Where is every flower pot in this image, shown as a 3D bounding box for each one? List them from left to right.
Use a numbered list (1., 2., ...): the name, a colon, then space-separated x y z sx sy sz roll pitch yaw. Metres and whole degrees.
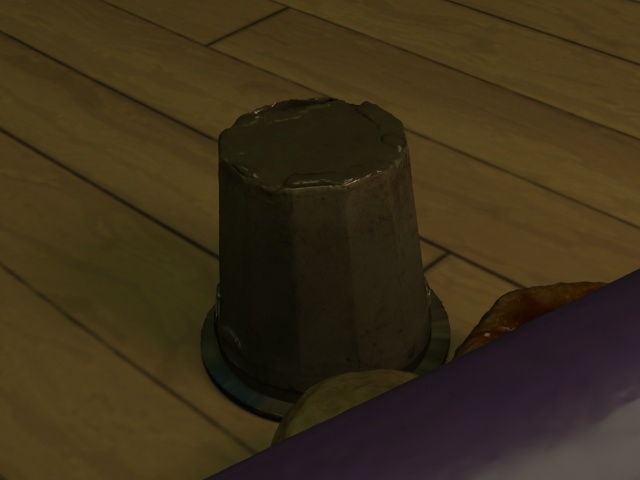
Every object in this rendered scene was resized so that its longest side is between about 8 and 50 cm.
1. flower pot: 0.000 0.000 0.895 0.212 0.202 0.212 -2 32 1

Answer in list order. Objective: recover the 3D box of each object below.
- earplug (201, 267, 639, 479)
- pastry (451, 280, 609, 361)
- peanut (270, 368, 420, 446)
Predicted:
1. earplug: 0.086 0.137 0.465 0.456 0.215 0.215 -21 39 -9
2. pastry: 0.185 0.113 0.806 0.182 0.093 0.192 17 42 31
3. peanut: 0.028 0.192 0.675 0.152 0.152 0.313 -3 36 1
